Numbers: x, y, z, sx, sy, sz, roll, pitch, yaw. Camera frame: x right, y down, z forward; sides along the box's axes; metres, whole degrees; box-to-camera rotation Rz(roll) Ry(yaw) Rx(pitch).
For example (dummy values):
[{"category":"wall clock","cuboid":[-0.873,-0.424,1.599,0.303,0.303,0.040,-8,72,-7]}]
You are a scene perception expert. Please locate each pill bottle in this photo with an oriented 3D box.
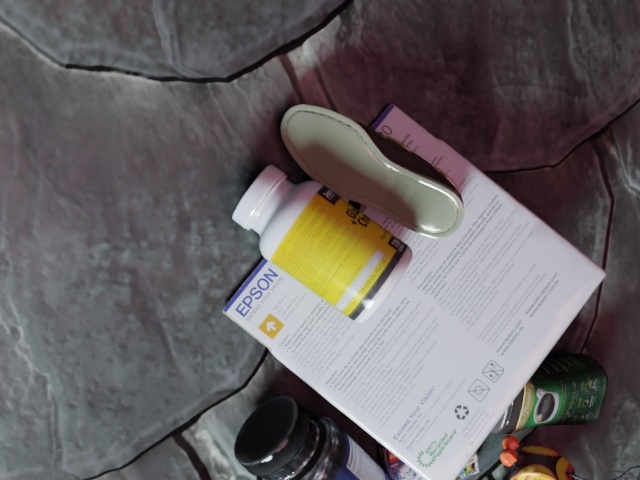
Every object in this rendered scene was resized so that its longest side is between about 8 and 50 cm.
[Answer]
[{"category":"pill bottle","cuboid":[0.002,0.286,0.934,0.123,0.123,0.219,-46,115,-9]},{"category":"pill bottle","cuboid":[0.000,0.000,0.854,0.184,0.103,0.103,36,85,1]}]

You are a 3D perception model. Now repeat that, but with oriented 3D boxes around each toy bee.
[{"category":"toy bee","cuboid":[0.285,0.331,1.050,0.162,0.195,0.298,37,103,-1]}]

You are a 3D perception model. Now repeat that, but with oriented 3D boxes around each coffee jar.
[{"category":"coffee jar","cuboid":[0.295,0.208,1.075,0.184,0.079,0.096,0,108,-25]}]

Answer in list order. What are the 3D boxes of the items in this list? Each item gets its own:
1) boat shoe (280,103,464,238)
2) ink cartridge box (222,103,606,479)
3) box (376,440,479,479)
[{"category":"boat shoe","cuboid":[0.059,-0.081,0.887,0.227,0.069,0.081,33,111,2]},{"category":"ink cartridge box","cuboid":[0.112,0.063,0.938,0.330,0.071,0.324,39,83,3]},{"category":"box","cuboid":[0.145,0.289,1.053,0.137,0.027,0.094,-16,109,-21]}]
